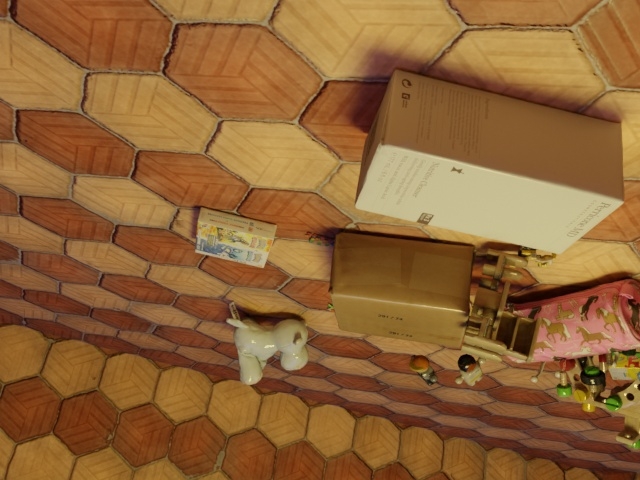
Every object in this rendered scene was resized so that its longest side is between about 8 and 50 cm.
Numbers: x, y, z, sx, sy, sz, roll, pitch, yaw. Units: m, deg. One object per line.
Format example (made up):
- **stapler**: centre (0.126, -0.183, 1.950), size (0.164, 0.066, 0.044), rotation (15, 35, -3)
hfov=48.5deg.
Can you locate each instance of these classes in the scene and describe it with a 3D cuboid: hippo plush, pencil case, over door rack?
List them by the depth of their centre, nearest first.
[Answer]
- **pencil case**: centre (0.618, 0.203, 1.736), size (0.167, 0.160, 0.386), rotation (19, 156, -32)
- **over door rack**: centre (0.661, 0.337, 2.074), size (0.324, 0.108, 0.239), rotation (19, 154, -17)
- **hippo plush**: centre (-0.156, 0.315, 2.321), size (0.237, 0.234, 0.294), rotation (-9, 112, 1)

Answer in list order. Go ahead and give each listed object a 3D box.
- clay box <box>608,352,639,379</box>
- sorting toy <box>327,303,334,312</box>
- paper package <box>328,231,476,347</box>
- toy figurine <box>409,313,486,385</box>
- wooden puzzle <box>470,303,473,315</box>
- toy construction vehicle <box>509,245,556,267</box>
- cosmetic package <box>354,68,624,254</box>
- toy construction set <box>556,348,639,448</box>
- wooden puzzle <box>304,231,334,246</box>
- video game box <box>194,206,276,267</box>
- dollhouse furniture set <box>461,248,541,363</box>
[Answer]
- **clay box**: centre (0.970, 0.373, 2.089), size (0.222, 0.053, 0.127), rotation (-4, 152, 28)
- **sorting toy**: centre (0.048, 0.211, 2.166), size (0.083, 0.012, 0.062), rotation (24, 153, -28)
- **paper package**: centre (0.198, 0.125, 1.728), size (0.325, 0.168, 0.309), rotation (6, 157, 9)
- **toy figurine**: centre (0.357, 0.296, 1.989), size (0.213, 0.209, 0.148), rotation (-1, 148, 22)
- **wooden puzzle**: centre (0.355, 0.183, 1.925), size (0.116, 0.014, 0.078), rotation (-8, 120, 16)
- **toy construction vehicle**: centre (0.473, 0.043, 1.592), size (0.098, 0.035, 0.086), rotation (6, 156, 11)
- **cosmetic package**: centre (0.269, -0.120, 1.171), size (0.385, 0.156, 0.217), rotation (13, 154, -3)
- **toy construction set**: centre (0.756, 0.391, 1.831), size (0.258, 0.237, 0.309), rotation (-5, -168, 21)
- **wooden puzzle**: centre (0.000, 0.000, 1.729), size (0.083, 0.006, 0.049), rotation (15, 156, -9)
- **video game box**: centre (-0.215, -0.003, 1.766), size (0.187, 0.048, 0.205), rotation (11, 156, -7)
- **dollhouse furniture set**: centre (0.425, 0.176, 1.614), size (0.161, 0.212, 0.242), rotation (15, 158, 14)
